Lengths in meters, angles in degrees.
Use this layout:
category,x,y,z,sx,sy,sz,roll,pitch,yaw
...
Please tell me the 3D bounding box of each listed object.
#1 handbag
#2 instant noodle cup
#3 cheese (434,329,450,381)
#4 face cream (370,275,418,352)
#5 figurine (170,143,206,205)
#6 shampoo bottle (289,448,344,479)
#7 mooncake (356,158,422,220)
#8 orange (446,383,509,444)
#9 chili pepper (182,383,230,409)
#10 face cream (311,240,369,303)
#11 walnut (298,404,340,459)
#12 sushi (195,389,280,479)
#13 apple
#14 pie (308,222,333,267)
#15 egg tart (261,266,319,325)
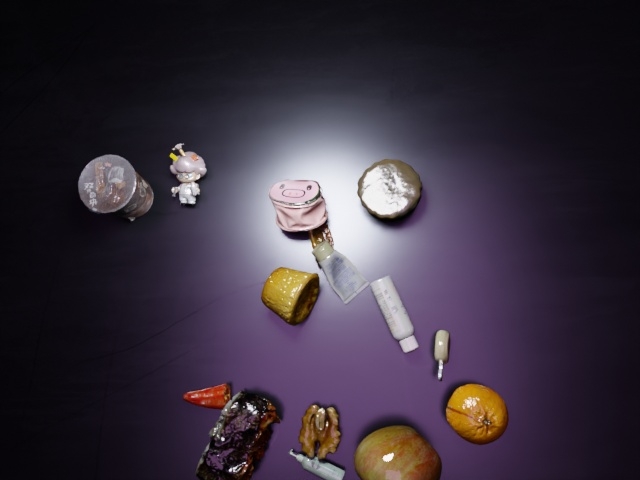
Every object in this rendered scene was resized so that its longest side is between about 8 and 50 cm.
category,x,y,z,sx,sy,sz,roll,pitch,yaw
handbag,-0.079,-0.129,1.810,0.205,0.116,0.179,3,40,14
instant noodle cup,-0.739,-0.182,1.875,0.218,0.207,0.217,-1,80,5
cheese,0.409,0.388,1.712,0.048,0.092,0.171,0,72,21
face cream,0.259,0.257,1.756,0.082,0.082,0.268,-24,79,1
figurine,-0.496,-0.246,1.916,0.138,0.112,0.228,1,93,14
shampoo bottle,-0.017,0.756,1.704,0.195,0.056,0.056,22,83,9
mooncake,0.248,-0.174,1.817,0.229,0.124,0.228,-2,79,11
orange,0.504,0.558,1.634,0.194,0.161,0.193,-2,75,6
chili pepper,-0.403,0.548,1.782,0.169,0.065,0.088,-4,78,9
face cream,0.063,0.108,1.807,0.114,0.070,0.224,-40,98,-4
walnut,0.001,0.645,1.716,0.143,0.069,0.170,8,79,9
sushi,-0.280,0.677,1.677,0.182,0.196,0.343,22,82,16
apple,0.244,0.703,1.587,0.234,0.257,0.257,-41,78,-7
pie,0.001,-0.002,1.854,0.088,0.033,0.190,-17,86,-9
egg tart,-0.105,0.178,1.760,0.147,0.202,0.202,25,83,21
